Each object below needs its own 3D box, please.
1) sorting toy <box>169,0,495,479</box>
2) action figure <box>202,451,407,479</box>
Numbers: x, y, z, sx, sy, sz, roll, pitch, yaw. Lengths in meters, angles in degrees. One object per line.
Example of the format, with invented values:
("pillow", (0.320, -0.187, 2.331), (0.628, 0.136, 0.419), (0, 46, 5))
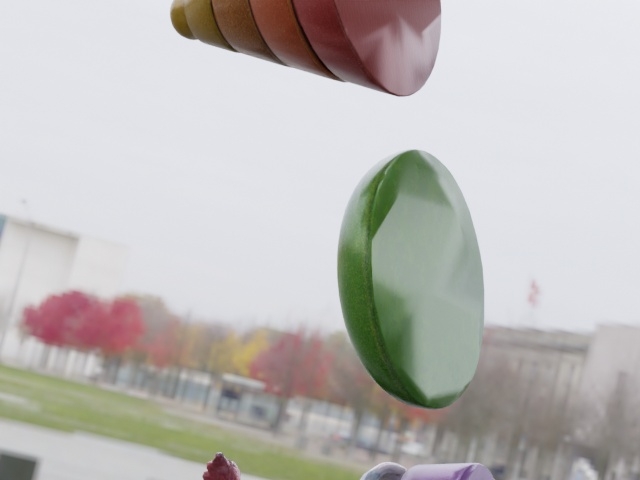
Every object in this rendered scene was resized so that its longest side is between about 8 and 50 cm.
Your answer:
("sorting toy", (0.000, 0.000, 0.754), (0.126, 0.365, 0.127), (-7, 6, 29))
("action figure", (-0.082, 0.288, 1.067), (0.276, 0.370, 0.248), (4, 34, 7))
